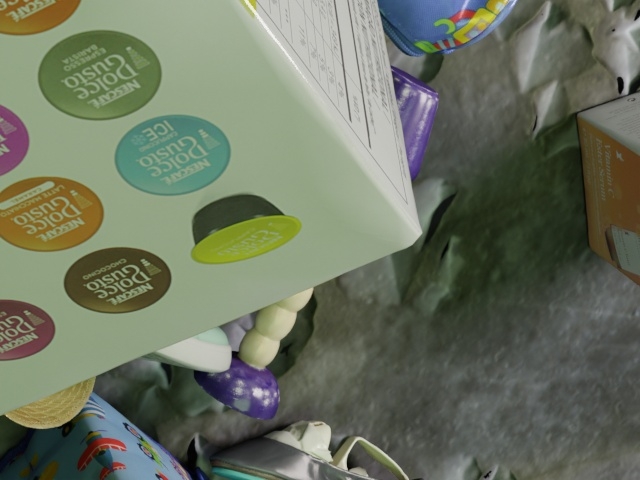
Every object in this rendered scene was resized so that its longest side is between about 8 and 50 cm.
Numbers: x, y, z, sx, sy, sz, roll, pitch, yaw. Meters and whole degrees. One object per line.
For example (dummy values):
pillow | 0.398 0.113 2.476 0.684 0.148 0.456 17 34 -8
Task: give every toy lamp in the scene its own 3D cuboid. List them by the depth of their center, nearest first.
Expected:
toy lamp | 0.000 0.000 1.238 0.080 0.080 0.274 22 102 -32

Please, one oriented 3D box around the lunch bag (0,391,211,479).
lunch bag | -0.090 0.261 1.235 0.293 0.221 0.138 36 95 -34

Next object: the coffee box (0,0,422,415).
coffee box | -0.184 -0.149 0.832 0.338 0.338 0.334 -22 138 17

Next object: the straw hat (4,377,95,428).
straw hat | -0.221 0.067 1.170 0.061 0.144 0.144 -17 131 32

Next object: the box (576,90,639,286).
box | 0.284 -0.028 1.302 0.091 0.170 0.130 -19 120 -16

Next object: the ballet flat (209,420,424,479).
ballet flat | 0.005 0.183 1.342 0.203 0.074 0.074 25 102 -26

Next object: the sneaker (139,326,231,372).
sneaker | -0.135 -0.006 1.154 0.256 0.094 0.151 32 70 -43

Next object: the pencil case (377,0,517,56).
pencil case | 0.001 -0.233 1.099 0.306 0.119 0.133 31 81 -33
